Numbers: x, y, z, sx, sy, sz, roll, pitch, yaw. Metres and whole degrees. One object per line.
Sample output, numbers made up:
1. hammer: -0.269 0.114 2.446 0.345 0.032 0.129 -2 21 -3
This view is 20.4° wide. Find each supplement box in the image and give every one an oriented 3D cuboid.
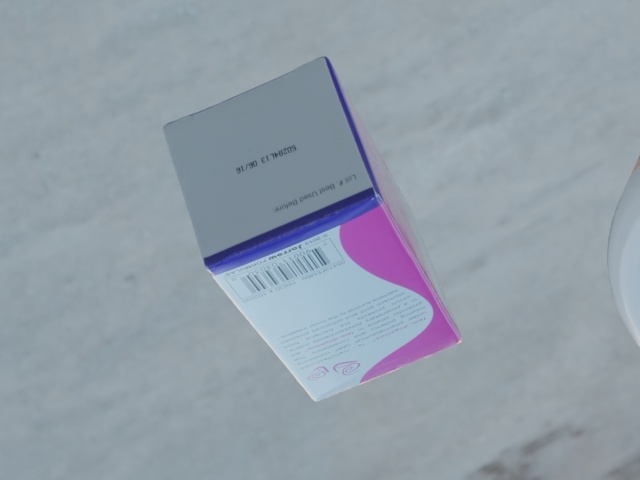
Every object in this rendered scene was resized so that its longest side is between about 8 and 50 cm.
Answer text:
1. supplement box: 0.000 0.000 1.127 0.111 0.114 0.220 -23 148 6

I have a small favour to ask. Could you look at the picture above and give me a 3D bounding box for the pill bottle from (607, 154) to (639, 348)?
1. pill bottle: 0.187 -0.041 0.635 0.121 0.121 0.221 -43 -173 41
